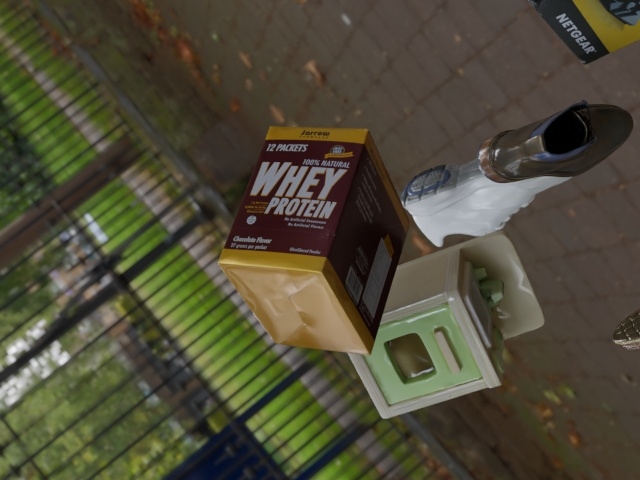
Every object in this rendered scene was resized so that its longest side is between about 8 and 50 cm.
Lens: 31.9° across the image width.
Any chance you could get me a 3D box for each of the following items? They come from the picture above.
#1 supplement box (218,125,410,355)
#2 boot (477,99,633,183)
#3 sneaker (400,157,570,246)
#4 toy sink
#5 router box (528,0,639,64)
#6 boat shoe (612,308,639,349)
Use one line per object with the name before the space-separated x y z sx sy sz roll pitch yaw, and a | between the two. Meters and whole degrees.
supplement box | 0.000 0.000 1.317 0.129 0.194 0.191 4 148 25
boot | 0.296 -0.116 1.276 0.106 0.219 0.082 -15 94 65
sneaker | 0.285 -0.080 1.846 0.129 0.297 0.111 59 -150 -27
toy sink | 0.160 0.111 1.452 0.152 0.234 0.131 63 -161 -21
router box | 0.335 -0.354 1.271 0.309 0.243 0.081 33 -136 -42
boat shoe | 0.474 0.115 1.486 0.178 0.064 0.060 -24 116 37
